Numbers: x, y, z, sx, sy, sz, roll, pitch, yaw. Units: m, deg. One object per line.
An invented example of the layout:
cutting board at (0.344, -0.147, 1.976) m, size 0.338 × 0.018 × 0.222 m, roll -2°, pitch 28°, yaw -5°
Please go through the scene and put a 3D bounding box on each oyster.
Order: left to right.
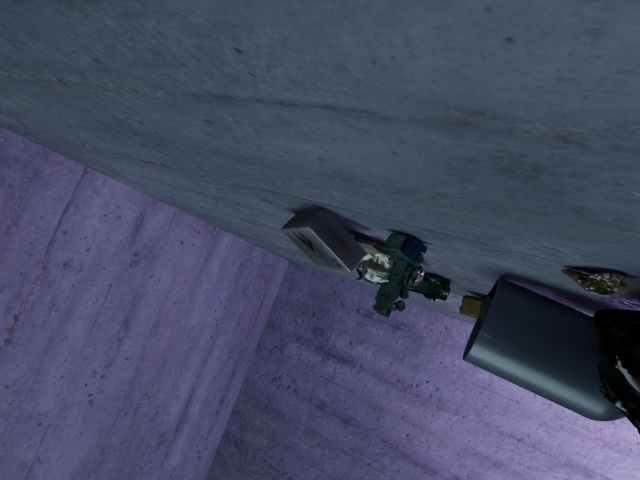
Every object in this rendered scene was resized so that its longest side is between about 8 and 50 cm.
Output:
oyster at (0.160, 0.053, 1.092) m, size 0.214 × 0.083 × 0.222 m, roll 8°, pitch 150°, yaw 25°
oyster at (0.417, 0.062, 0.618) m, size 0.051 × 0.034 × 0.093 m, roll 30°, pitch 175°, yaw -11°

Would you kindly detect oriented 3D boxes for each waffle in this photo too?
waffle at (0.659, 0.268, 1.310) m, size 0.348 × 0.077 × 0.304 m, roll 25°, pitch 171°, yaw -34°

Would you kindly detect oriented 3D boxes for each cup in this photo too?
cup at (0.492, 0.232, 0.873) m, size 0.312 × 0.205 × 0.205 m, roll 24°, pitch 174°, yaw 19°

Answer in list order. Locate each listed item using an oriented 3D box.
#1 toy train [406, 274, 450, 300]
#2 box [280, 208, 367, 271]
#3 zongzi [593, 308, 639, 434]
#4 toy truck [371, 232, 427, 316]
toy train at (0.322, 0.139, 1.308) m, size 0.200 × 0.083 × 0.132 m, roll 16°, pitch -177°, yaw 31°
box at (0.001, 0.000, 1.010) m, size 0.149 × 0.067 × 0.233 m, roll 44°, pitch 166°, yaw -15°
zongzi at (0.627, 0.210, 0.570) m, size 0.383 × 0.362 × 0.319 m, roll 51°, pitch -154°, yaw 14°
toy truck at (0.152, 0.069, 0.856) m, size 0.081 × 0.175 × 0.067 m, roll 34°, pitch 167°, yaw -35°
